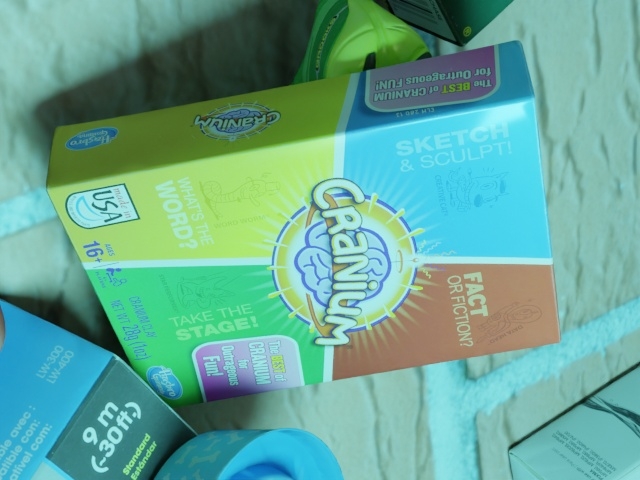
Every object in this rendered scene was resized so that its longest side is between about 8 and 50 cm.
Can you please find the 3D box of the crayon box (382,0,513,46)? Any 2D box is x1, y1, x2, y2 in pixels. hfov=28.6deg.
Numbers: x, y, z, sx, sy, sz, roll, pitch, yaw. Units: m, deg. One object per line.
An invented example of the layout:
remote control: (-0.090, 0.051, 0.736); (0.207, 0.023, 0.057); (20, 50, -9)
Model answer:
crayon box: (0.112, -0.376, 0.867); (0.313, 0.106, 0.363); (-43, 129, -9)

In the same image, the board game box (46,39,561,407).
board game box: (0.000, 0.000, 0.882); (0.316, 0.064, 0.242); (-11, 134, 7)

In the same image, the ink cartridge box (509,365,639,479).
ink cartridge box: (0.346, 0.253, 1.333); (0.273, 0.114, 0.197); (-29, 127, -21)

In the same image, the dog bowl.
dog bowl: (-0.091, 0.265, 0.893); (0.166, 0.074, 0.297); (51, 60, -40)

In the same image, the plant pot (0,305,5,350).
plant pot: (-0.320, -0.033, 0.659); (0.275, 0.275, 0.243); (-15, 110, -28)

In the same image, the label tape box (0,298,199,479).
label tape box: (-0.209, 0.206, 0.888); (0.249, 0.115, 0.348); (-58, 135, -23)

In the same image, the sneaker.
sneaker: (0.027, -0.062, 0.963); (0.109, 0.123, 0.295); (-7, 136, -17)
